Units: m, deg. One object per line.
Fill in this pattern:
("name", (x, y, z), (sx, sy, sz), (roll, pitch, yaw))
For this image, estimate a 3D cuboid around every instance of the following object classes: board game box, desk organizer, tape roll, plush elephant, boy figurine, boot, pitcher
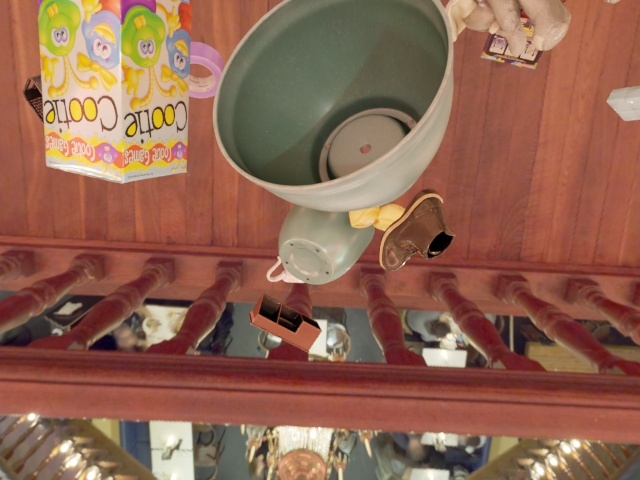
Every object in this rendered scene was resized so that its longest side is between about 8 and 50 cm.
("board game box", (-0.283, -0.236, 0.641), (0.142, 0.144, 0.275), (14, 109, 18))
("desk organizer", (-0.065, 0.155, 0.859), (0.130, 0.047, 0.050), (31, 95, -19))
("tape roll", (-0.448, -0.620, 1.666), (0.189, 0.189, 0.080), (-5, 60, 1))
("plush elephant", (0.414, -0.521, 0.986), (0.272, 0.255, 0.330), (-43, 86, -14))
("boy figurine", (0.224, -0.051, 1.341), (0.285, 0.177, 0.092), (16, 77, -7))
("boot", (0.178, 0.014, 0.876), (0.077, 0.137, 0.198), (13, 126, -15))
("board game box", (0.586, -0.597, 1.365), (0.170, 0.141, 0.048), (18, 71, 10))
("pitcher", (-0.120, 0.083, 1.785), (0.178, 0.125, 0.207), (-11, 139, -20))

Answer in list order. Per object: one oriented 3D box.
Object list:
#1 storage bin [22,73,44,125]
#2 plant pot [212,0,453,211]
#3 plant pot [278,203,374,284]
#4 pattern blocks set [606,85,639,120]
("storage bin", (-0.763, -0.384, 1.325), (0.122, 0.084, 0.180), (-16, 110, 47))
("plant pot", (0.037, -0.156, 0.599), (0.293, 0.196, 0.293), (-9, 66, 21))
("plant pot", (0.000, 0.000, 1.465), (0.293, 0.235, 0.293), (16, 134, 17))
("pattern blocks set", (0.480, -0.116, 0.444), (0.285, 0.325, 0.026), (29, 86, -15))
